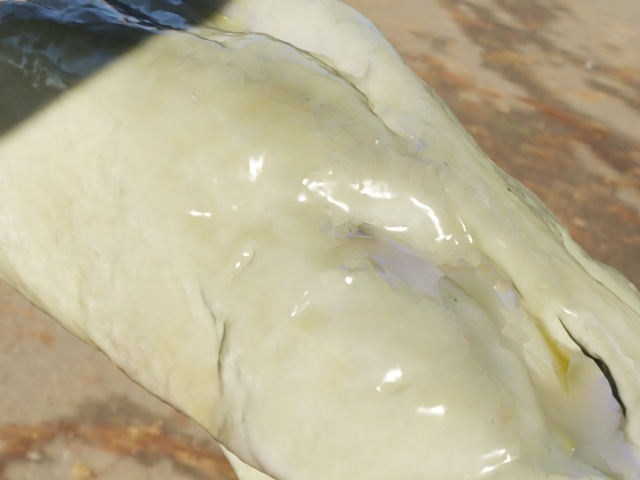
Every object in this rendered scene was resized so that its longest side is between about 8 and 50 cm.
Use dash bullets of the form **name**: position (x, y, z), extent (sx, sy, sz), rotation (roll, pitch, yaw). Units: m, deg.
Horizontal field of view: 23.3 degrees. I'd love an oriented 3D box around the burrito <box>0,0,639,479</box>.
- **burrito**: position (-0.002, 0.001, 0.566), extent (0.190, 0.135, 0.332), rotation (-39, 75, -21)
